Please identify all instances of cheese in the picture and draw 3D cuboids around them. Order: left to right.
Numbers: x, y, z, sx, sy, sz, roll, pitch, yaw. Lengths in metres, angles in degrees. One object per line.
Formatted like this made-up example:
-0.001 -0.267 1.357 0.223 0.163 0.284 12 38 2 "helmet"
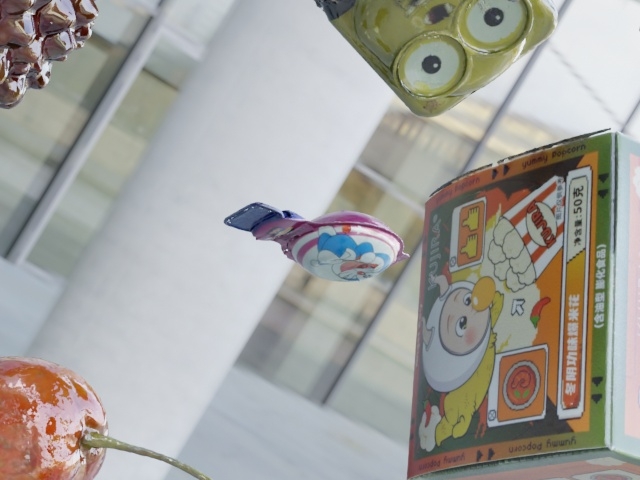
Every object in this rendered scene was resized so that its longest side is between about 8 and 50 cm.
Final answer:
0.000 0.000 1.893 0.244 0.062 0.155 18 -29 -34 "cheese"

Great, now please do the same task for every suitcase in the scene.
0.110 -0.247 1.555 0.235 0.194 0.143 44 16 -32 "suitcase"

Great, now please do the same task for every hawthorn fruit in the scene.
-0.227 0.187 1.434 0.286 0.165 0.165 -1 -16 25 "hawthorn fruit"

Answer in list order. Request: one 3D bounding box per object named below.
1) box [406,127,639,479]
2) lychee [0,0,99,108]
0.161 0.060 0.971 0.148 0.194 0.177 19 -23 -32 "box"
-0.259 -0.224 0.894 0.330 0.306 0.306 59 12 27 "lychee"
